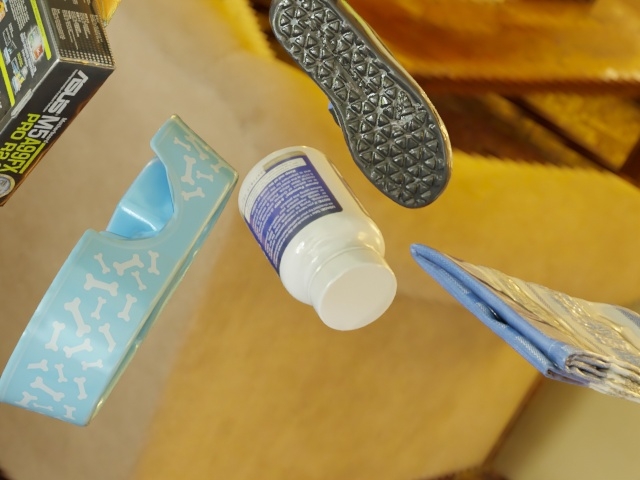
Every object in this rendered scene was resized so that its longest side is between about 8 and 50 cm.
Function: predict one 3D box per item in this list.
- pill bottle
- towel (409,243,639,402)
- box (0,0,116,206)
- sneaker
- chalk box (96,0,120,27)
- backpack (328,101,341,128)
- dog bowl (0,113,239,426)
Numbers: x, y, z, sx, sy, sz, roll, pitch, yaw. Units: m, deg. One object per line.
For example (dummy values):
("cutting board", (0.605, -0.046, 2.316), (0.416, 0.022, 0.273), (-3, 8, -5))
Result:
("pill bottle", (0.000, 0.000, 1.803), (0.112, 0.112, 0.187), (11, 31, -35))
("towel", (0.228, 0.081, 1.521), (0.285, 0.034, 0.209), (19, 15, -41))
("box", (-0.288, -0.199, 1.591), (0.060, 0.216, 0.270), (5, 54, -40))
("sneaker", (0.045, -0.138, 1.577), (0.235, 0.084, 0.097), (58, 15, -1))
("chalk box", (-0.401, -0.307, 2.268), (0.180, 0.289, 0.179), (48, 33, -23))
("backpack", (0.067, -0.177, 2.340), (0.098, 0.101, 0.120), (9, -14, 29))
("dog bowl", (-0.151, 0.026, 1.412), (0.074, 0.166, 0.297), (30, 43, -1))
